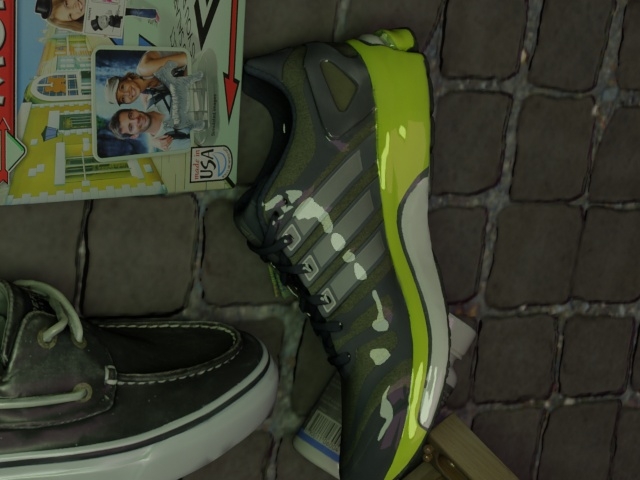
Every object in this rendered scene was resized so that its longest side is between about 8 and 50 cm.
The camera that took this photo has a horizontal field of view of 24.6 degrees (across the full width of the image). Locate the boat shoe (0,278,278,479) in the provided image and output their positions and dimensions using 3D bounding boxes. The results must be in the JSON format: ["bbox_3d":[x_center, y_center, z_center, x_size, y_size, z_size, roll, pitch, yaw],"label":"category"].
[{"bbox_3d":[-0.175,0.082,0.849,0.335,0.121,0.119,-11,114,-28],"label":"boat shoe"}]

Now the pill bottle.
[{"bbox_3d":[0.047,0.106,1.027,0.078,0.078,0.137,36,84,-35],"label":"pill bottle"}]

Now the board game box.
[{"bbox_3d":[-0.142,-0.180,0.838,0.213,0.046,0.317,-6,108,-32],"label":"board game box"}]

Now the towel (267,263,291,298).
[{"bbox_3d":[0.000,0.000,1.006,0.083,0.009,0.060,-23,116,-26],"label":"towel"}]

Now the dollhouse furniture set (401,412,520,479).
[{"bbox_3d":[0.094,0.238,1.059,0.123,0.144,0.151,-38,158,-18],"label":"dollhouse furniture set"}]

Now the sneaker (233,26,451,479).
[{"bbox_3d":[0.007,0.012,0.935,0.121,0.111,0.300,-1,79,-15],"label":"sneaker"}]
